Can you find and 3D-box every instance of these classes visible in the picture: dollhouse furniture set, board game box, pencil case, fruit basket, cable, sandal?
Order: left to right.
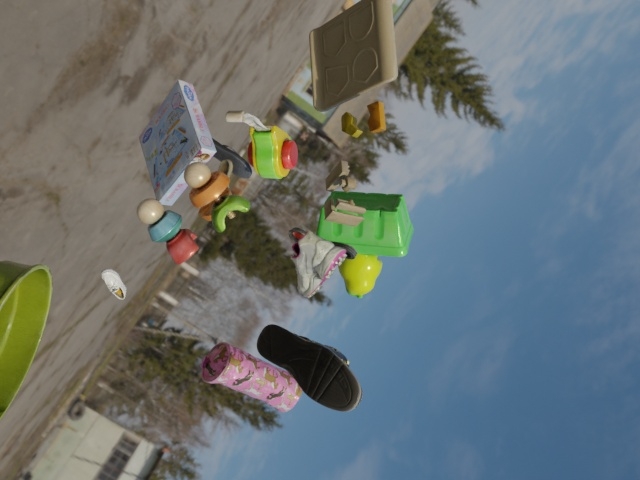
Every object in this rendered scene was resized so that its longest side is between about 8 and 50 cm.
[{"bbox_3d":[-0.519,-0.345,1.923,0.318,0.065,0.318,-40,-119,34],"label":"board game box"},{"bbox_3d":[-0.359,-0.209,1.932,0.049,0.072,0.180,20,79,-63],"label":"sandal"},{"bbox_3d":[-0.371,-0.345,2.159,0.054,0.254,0.097,-48,173,-37],"label":"sandal"},{"bbox_3d":[-0.246,0.501,1.971,0.167,0.386,0.160,-44,-143,16],"label":"pencil case"},{"bbox_3d":[0.000,0.000,1.924,0.287,0.140,0.072,1,-136,34],"label":"cable"},{"bbox_3d":[0.095,-0.155,1.805,0.144,0.123,0.151,-46,-140,49],"label":"dollhouse furniture set"},{"bbox_3d":[0.166,0.017,2.093,0.392,0.392,0.283,-49,-174,33],"label":"fruit basket"}]

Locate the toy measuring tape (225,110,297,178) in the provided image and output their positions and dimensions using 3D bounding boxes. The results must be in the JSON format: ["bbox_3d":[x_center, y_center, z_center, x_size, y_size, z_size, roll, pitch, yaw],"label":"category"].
[{"bbox_3d":[-0.130,-0.204,1.227,0.121,0.121,0.330,-54,167,9],"label":"toy measuring tape"}]

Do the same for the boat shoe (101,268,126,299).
[{"bbox_3d":[-0.493,0.107,1.289,0.100,0.035,0.035,81,-9,-51],"label":"boat shoe"}]

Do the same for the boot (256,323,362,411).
[{"bbox_3d":[0.015,0.388,1.603,0.377,0.284,0.138,22,-98,36],"label":"boot"}]

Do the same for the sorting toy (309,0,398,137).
[{"bbox_3d":[0.075,-0.372,1.207,0.229,0.041,0.308,-11,-102,42],"label":"sorting toy"}]

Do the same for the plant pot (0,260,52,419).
[{"bbox_3d":[-0.784,0.173,1.054,0.366,0.352,0.367,-163,-90,-81],"label":"plant pot"}]

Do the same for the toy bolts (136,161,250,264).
[{"bbox_3d":[-0.312,-0.085,1.265,0.228,0.158,0.218,-41,-154,-4],"label":"toy bolts"}]

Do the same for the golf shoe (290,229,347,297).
[{"bbox_3d":[-0.027,0.065,1.546,0.115,0.140,0.306,-50,177,-30],"label":"golf shoe"}]
